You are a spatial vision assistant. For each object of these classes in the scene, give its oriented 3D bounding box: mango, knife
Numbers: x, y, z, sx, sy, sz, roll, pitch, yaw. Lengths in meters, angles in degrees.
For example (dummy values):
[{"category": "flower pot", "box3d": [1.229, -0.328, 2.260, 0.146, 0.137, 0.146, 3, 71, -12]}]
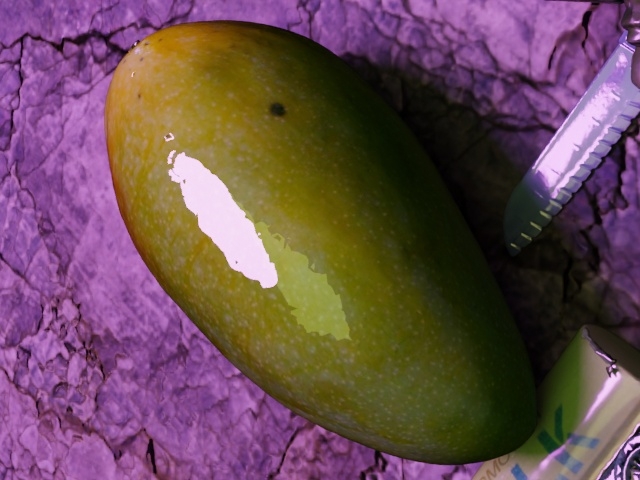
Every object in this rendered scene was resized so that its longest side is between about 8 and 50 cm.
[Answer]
[{"category": "mango", "box3d": [0.000, 0.000, 0.720, 0.201, 0.225, 0.382, -45, 70, 5]}, {"category": "knife", "box3d": [0.213, -0.118, 0.713, 0.044, 0.019, 0.313, 42, 112, 22]}]

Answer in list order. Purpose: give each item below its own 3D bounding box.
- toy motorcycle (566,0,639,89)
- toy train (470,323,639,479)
[{"category": "toy motorcycle", "box3d": [0.187, -0.218, 0.648, 0.205, 0.127, 0.275, 14, 92, 38]}, {"category": "toy train", "box3d": [0.166, 0.174, 0.696, 0.157, 0.105, 0.253, 47, 113, 39]}]
